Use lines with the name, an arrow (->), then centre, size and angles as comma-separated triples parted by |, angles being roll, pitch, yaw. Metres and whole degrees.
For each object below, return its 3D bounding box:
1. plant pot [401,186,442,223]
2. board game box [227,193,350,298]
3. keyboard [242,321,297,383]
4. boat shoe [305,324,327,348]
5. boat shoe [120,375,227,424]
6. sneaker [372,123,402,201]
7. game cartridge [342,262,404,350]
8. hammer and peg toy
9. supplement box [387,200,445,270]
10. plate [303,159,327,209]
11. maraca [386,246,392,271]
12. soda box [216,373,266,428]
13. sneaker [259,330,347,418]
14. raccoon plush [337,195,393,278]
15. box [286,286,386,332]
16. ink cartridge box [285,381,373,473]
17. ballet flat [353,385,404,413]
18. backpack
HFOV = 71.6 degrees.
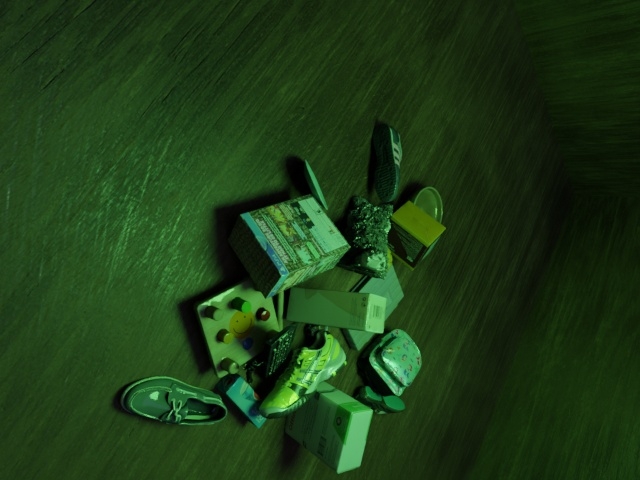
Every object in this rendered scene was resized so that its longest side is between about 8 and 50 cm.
plant pot -> 0.438, -0.124, 1.987 | 0.237, 0.110, 0.237 | -10, 104, -43
board game box -> -0.097, 0.010, 1.397 | 0.291, 0.141, 0.232 | -21, 67, -40
keyboard -> -0.161, 0.379, 1.411 | 0.202, 0.033, 0.317 | -32, 156, -28
boat shoe -> -0.017, 0.339, 1.656 | 0.066, 0.066, 0.183 | -6, 101, -42
boat shoe -> -0.408, 0.471, 1.281 | 0.319, 0.099, 0.116 | 29, 77, -42
sneaker -> 0.290, -0.305, 1.788 | 0.131, 0.112, 0.318 | 9, 79, -49
game cartridge -> 0.211, 0.265, 1.869 | 0.355, 0.068, 0.230 | -42, 127, -31
hammer and peg toy -> -0.208, 0.245, 1.417 | 0.361, 0.127, 0.265 | -26, 113, -38
supplement box -> 0.371, -0.018, 1.831 | 0.129, 0.191, 0.194 | -38, 159, -33
plate -> -0.023, -0.187, 1.523 | 0.024, 0.188, 0.188 | -24, 120, 6
maraca -> 0.242, 0.059, 1.814 | 0.099, 0.127, 0.185 | 11, 64, -14
soda box -> -0.250, 0.523, 1.463 | 0.071, 0.067, 0.210 | -47, 126, -28
sneaker -> -0.075, 0.458, 1.534 | 0.385, 0.145, 0.147 | -34, 101, -42
raccoon plush -> 0.205, -0.026, 1.600 | 0.216, 0.446, 0.299 | 20, 83, -17
box -> 0.052, 0.235, 1.515 | 0.148, 0.311, 0.121 | 24, 71, -58
ink cartridge box -> 0.022, 0.642, 1.581 | 0.122, 0.289, 0.211 | 11, 93, -44
ballet flat -> 0.251, 0.708, 1.956 | 0.280, 0.095, 0.096 | 32, 116, -32
backpack -> 0.316, 0.510, 1.907 | 0.225, 0.191, 0.253 | 51, 48, -1
